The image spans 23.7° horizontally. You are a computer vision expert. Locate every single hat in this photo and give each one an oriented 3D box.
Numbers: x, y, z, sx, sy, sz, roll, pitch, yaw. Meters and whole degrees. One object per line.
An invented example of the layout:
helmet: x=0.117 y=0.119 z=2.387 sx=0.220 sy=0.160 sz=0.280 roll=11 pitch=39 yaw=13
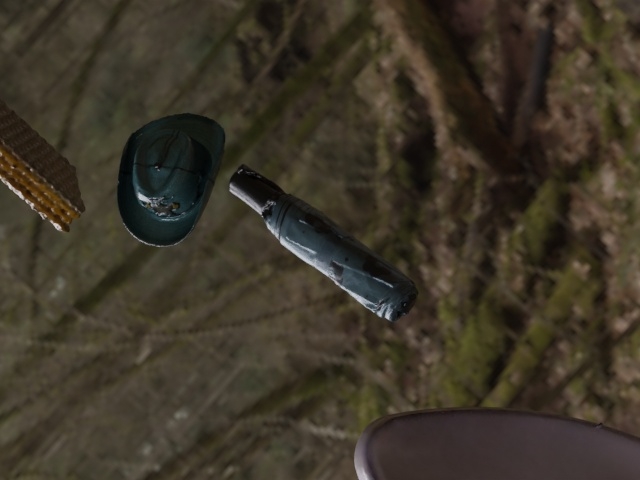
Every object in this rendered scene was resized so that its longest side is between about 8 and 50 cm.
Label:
hat: x=-0.198 y=-0.092 z=1.973 sx=0.138 sy=0.191 sz=0.078 roll=5 pitch=161 yaw=17

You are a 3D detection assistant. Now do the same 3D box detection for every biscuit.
biscuit: x=-0.418 y=-0.132 z=1.977 sx=0.379 sy=0.054 sz=0.094 roll=49 pitch=-160 yaw=-52

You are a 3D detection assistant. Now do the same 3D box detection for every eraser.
eraser: x=0.125 y=0.191 z=1.044 sx=0.243 sy=0.204 sz=0.059 roll=33 pitch=168 yaw=-14

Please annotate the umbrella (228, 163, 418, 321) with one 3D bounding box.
umbrella: x=-0.001 y=0.002 z=1.611 sx=0.250 sy=0.053 sz=0.052 roll=35 pitch=-168 yaw=23
